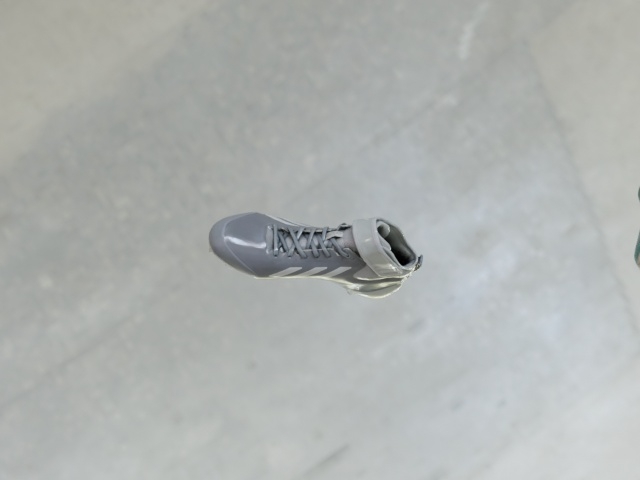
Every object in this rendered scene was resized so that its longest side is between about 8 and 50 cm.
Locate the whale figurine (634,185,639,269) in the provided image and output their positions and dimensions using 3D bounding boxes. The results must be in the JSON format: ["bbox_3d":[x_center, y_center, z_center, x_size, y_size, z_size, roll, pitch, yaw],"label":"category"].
[{"bbox_3d":[0.399,-0.060,1.814,0.272,0.141,0.216,-18,129,-17],"label":"whale figurine"}]

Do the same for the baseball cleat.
[{"bbox_3d":[0.000,0.000,1.857,0.206,0.072,0.109,11,149,-26],"label":"baseball cleat"}]
